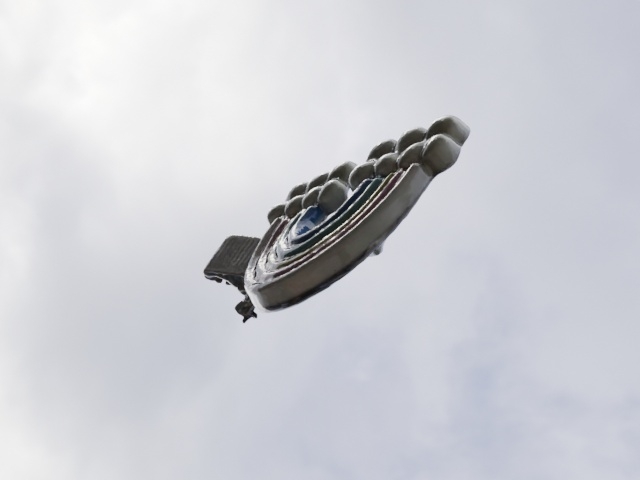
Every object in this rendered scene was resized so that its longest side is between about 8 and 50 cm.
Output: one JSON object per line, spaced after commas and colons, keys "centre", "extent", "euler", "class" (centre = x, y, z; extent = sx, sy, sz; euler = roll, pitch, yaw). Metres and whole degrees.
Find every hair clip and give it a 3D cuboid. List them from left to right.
{"centre": [0.000, 0.000, 0.681], "extent": [0.220, 0.054, 0.140], "euler": [-23, -155, 51], "class": "hair clip"}
